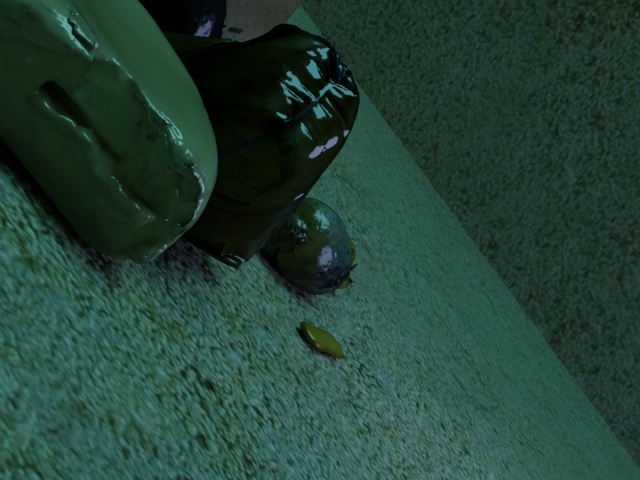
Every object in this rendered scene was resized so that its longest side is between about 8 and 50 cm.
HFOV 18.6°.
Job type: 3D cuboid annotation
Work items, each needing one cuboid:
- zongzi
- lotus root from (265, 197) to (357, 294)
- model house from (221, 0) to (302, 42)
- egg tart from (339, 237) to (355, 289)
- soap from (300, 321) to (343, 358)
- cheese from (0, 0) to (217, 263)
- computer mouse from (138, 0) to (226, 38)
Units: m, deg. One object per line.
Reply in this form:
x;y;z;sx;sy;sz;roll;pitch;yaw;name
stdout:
-0.121;-0.138;1.607;0.300;0.138;0.286;45;-25;3;zongzi
-0.006;0.010;1.976;0.088;0.088;0.165;57;0;24;lotus root
-0.143;-0.361;2.236;0.326;0.169;0.244;29;27;-29;model house
0.000;0.000;2.121;0.130;0.052;0.130;51;6;-8;egg tart
0.001;0.096;1.881;0.034;0.012;0.089;56;10;22;soap
-0.182;-0.115;1.415;0.266;0.127;0.233;47;10;-28;cheese
-0.206;-0.279;1.753;0.323;0.183;0.116;53;38;-6;computer mouse
